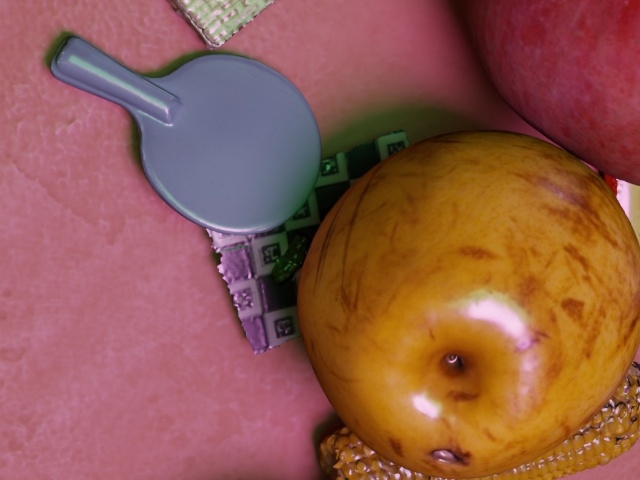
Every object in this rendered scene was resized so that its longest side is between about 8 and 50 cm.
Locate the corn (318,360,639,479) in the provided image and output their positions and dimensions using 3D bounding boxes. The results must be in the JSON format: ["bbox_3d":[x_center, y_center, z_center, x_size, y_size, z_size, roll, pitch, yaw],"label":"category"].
[{"bbox_3d":[0.154,0.172,1.212,0.317,0.115,0.115,-16,99,-14],"label":"corn"}]

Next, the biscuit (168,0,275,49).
[{"bbox_3d":[-0.113,-0.289,1.122,0.147,0.046,0.250,-44,106,-7],"label":"biscuit"}]

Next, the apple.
[{"bbox_3d":[0.272,-0.186,1.104,0.344,0.345,0.269,-23,137,-13],"label":"apple"}]

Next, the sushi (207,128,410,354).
[{"bbox_3d":[0.000,0.000,1.190,0.201,0.031,0.139,-21,102,-16],"label":"sushi"}]

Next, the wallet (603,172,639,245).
[{"bbox_3d":[0.323,-0.033,1.272,0.142,0.045,0.204,-3,96,-17],"label":"wallet"}]

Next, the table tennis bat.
[{"bbox_3d":[-0.110,-0.097,1.132,0.237,0.038,0.149,27,76,-10],"label":"table tennis bat"}]

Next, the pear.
[{"bbox_3d":[0.116,0.052,1.071,0.280,0.280,0.281,-2,95,-16],"label":"pear"}]
